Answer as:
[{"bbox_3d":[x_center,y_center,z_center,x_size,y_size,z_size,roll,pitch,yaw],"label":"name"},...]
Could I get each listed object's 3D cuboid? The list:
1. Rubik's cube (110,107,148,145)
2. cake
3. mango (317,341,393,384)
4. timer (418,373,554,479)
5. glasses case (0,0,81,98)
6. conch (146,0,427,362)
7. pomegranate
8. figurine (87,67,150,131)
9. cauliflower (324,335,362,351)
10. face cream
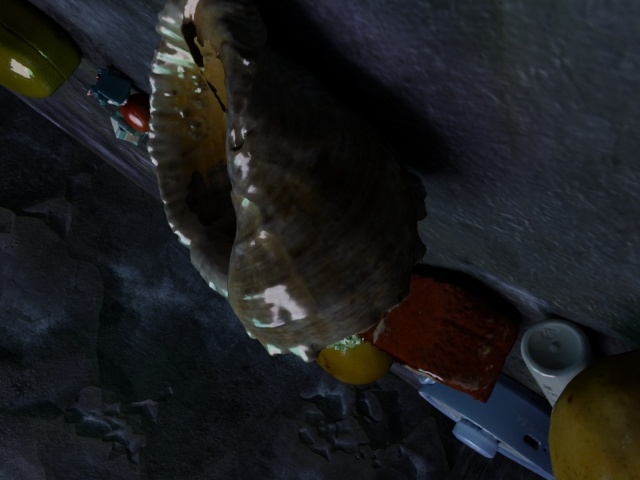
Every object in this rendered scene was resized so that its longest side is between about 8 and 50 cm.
[{"bbox_3d":[-0.404,-0.247,1.025,0.075,0.084,0.073,52,163,-1],"label":"Rubik's cube"},{"bbox_3d":[0.185,0.147,0.780,0.177,0.150,0.283,26,172,-25],"label":"cake"},{"bbox_3d":[0.081,0.249,1.292,0.264,0.221,0.378,32,159,29],"label":"mango"},{"bbox_3d":[0.408,0.433,1.203,0.395,0.173,0.395,34,169,7],"label":"timer"},{"bbox_3d":[-0.640,-0.405,0.911,0.371,0.141,0.173,35,169,2],"label":"glasses case"},{"bbox_3d":[-0.040,-0.062,0.486,0.297,0.210,0.351,3,104,41],"label":"conch"},{"bbox_3d":[0.331,0.205,0.442,0.233,0.233,0.233,34,168,8],"label":"pomegranate"},{"bbox_3d":[-0.359,-0.259,0.898,0.140,0.068,0.075,34,166,-23],"label":"figurine"},{"bbox_3d":[-0.015,0.125,0.960,0.275,0.250,0.272,59,169,-8],"label":"cauliflower"},{"bbox_3d":[0.352,0.200,0.674,0.082,0.081,0.269,23,164,46],"label":"face cream"}]
